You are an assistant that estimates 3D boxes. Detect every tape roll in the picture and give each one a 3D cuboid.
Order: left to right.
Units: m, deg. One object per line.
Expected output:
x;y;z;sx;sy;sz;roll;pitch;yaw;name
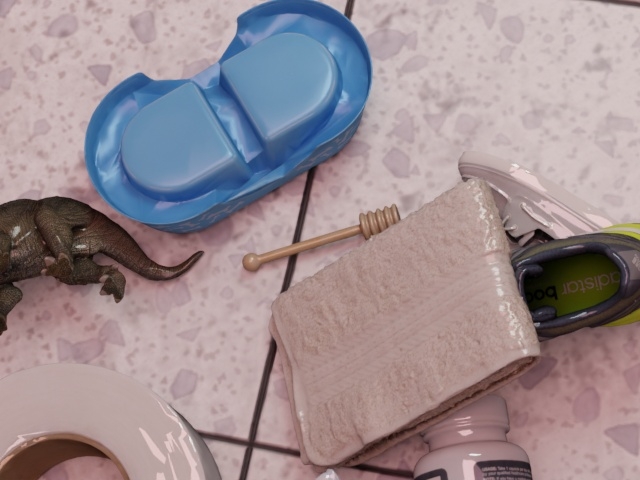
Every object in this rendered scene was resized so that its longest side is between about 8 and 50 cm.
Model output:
-0.233;0.260;1.714;0.286;0.100;0.286;-3;73;9;tape roll

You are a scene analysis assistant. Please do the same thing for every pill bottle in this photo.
0.140;0.235;1.654;0.108;0.108;0.180;-9;72;7;pill bottle

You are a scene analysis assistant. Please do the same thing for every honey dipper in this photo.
0.000;0.000;1.791;0.160;0.030;0.030;-16;71;6;honey dipper

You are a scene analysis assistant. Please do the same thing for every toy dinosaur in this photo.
-0.276;0.004;1.787;0.313;0.121;0.160;-16;37;-9;toy dinosaur

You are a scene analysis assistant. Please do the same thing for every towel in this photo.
0.067;0.082;1.664;0.282;0.049;0.187;-34;58;35;towel

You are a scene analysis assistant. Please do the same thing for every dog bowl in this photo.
-0.085;-0.115;1.811;0.297;0.074;0.166;-30;69;-4;dog bowl

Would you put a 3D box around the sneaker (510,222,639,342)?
0.170;0.051;1.673;0.300;0.121;0.111;-21;80;20;sneaker

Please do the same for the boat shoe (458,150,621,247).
0.204;-0.021;1.750;0.184;0.066;0.063;31;79;7;boat shoe

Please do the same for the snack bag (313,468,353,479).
-0.042;0.421;1.610;0.342;0.037;0.323;-32;90;-4;snack bag
